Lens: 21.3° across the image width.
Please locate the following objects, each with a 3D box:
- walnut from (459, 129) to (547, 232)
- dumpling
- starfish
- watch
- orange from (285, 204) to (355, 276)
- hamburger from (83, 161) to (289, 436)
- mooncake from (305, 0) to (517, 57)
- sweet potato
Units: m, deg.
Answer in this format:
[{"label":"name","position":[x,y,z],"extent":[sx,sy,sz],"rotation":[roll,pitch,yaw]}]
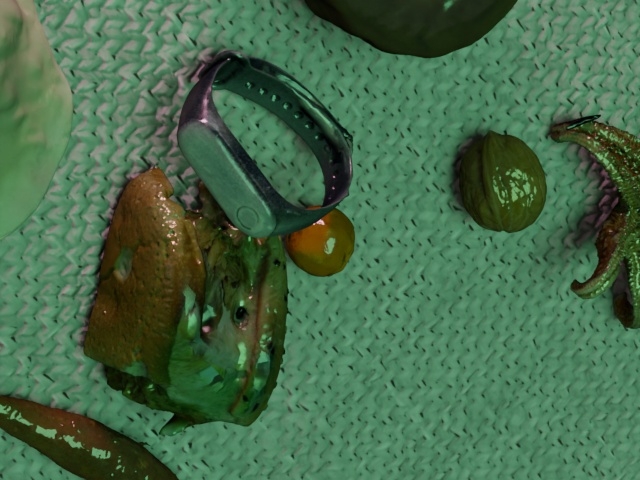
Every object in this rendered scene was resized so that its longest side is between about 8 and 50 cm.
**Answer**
[{"label":"walnut","position":[0.215,-0.069,2.009],"extent":[0.105,0.105,0.124],"rotation":[-13,98,-26]},{"label":"dumpling","position":[-0.336,-0.139,1.627],"extent":[0.243,0.187,0.318],"rotation":[25,87,-28]},{"label":"starfish","position":[0.393,-0.042,2.111],"extent":[0.312,0.113,0.303],"rotation":[-50,124,-19]},{"label":"watch","position":[-0.060,-0.106,1.812],"extent":[0.206,0.068,0.193],"rotation":[51,40,-6]},{"label":"orange","position":[0.000,0.000,1.914],"extent":[0.084,0.083,0.083],"rotation":[-8,107,-27]},{"label":"hamburger","position":[-0.130,0.076,1.810],"extent":[0.168,0.192,0.288],"rotation":[6,101,-40]},{"label":"mooncake","position":[0.086,-0.349,1.823],"extent":[0.290,0.161,0.290],"rotation":[-8,108,-25]},{"label":"sweet potato","position":[-0.239,0.231,1.853],"extent":[0.314,0.066,0.072],"rotation":[38,77,-28]}]
